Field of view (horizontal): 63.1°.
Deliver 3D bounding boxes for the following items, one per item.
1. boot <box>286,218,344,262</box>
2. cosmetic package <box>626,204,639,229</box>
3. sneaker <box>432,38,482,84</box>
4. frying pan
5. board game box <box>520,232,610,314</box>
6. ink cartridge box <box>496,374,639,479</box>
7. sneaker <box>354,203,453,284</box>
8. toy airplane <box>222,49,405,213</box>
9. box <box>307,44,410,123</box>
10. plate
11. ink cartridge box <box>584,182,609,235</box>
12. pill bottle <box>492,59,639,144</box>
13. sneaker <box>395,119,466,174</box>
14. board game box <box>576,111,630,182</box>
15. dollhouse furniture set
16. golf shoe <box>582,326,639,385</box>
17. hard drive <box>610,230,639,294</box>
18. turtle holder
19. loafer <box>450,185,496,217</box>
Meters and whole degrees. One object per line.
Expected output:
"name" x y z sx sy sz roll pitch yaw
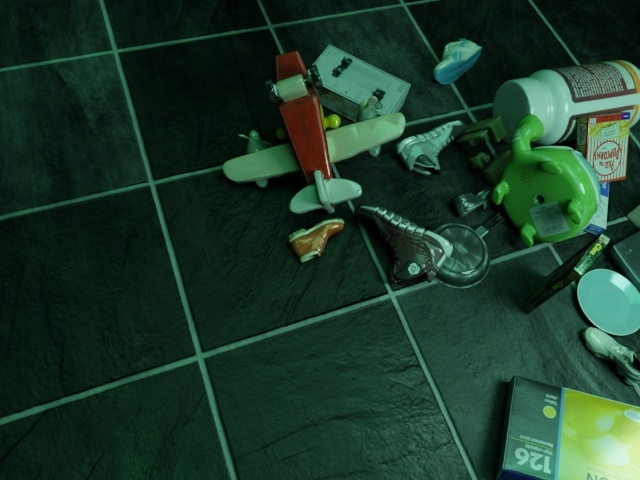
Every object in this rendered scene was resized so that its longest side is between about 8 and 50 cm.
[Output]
"boot" 0.000 0.000 1.363 0.157 0.059 0.085 -24 71 -10
"cosmetic package" 1.059 -0.011 1.481 0.160 0.113 0.309 -26 69 -20
"sneaker" 0.431 -0.589 1.713 0.092 0.087 0.228 39 57 20
"frying pan" 0.427 0.017 1.419 0.326 0.053 0.197 -14 66 -11
"board game box" 0.593 0.088 1.281 0.030 0.260 0.136 41 65 13
"ink cartridge box" 0.554 0.481 1.139 0.303 0.072 0.307 13 55 13
"sneaker" 0.185 0.021 1.354 0.281 0.106 0.163 26 82 21
"toy airplane" -0.019 -0.256 1.403 0.386 0.272 0.384 28 100 -2
"box" 0.106 -0.460 1.594 0.289 0.087 0.169 28 63 6
"plate" 0.774 0.166 1.400 0.188 0.024 0.188 4 63 -7
"ink cartridge box" 0.790 -0.123 1.538 0.097 0.046 0.207 21 62 1
"pill bottle" 0.744 -0.411 1.580 0.392 0.224 0.224 -11 65 -14
"sneaker" 0.344 -0.259 1.534 0.228 0.086 0.132 -21 72 -7
"board game box" 0.808 -0.264 1.497 0.146 0.045 0.194 -10 107 -14
"dollhouse furniture set" 0.489 -0.263 1.579 0.144 0.123 0.151 -43 110 -24
"golf shoe" 0.747 0.278 1.304 0.069 0.086 0.176 -39 73 -22
"hard drive" 0.932 0.098 1.439 0.172 0.054 0.255 -24 68 -19
"turtle holder" 0.612 -0.158 1.430 0.227 0.243 0.320 -27 63 -36
"loafer" 0.454 -0.113 1.487 0.170 0.062 0.061 -17 88 -12
